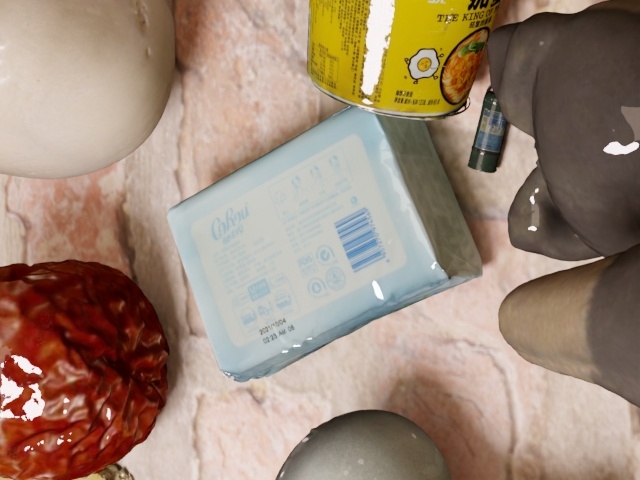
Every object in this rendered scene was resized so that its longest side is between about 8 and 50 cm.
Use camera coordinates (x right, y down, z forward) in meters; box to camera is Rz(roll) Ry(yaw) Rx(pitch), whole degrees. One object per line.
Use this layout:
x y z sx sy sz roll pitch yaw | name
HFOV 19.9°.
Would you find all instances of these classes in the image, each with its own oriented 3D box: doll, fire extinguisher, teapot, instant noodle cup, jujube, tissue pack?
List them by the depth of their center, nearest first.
0.242 -0.048 1.283 0.382 0.378 0.252 0 111 39 | doll
0.079 0.250 1.506 0.251 0.183 0.183 19 106 48 | teapot
0.067 -0.191 1.507 0.182 0.182 0.144 26 119 31 | instant noodle cup
0.144 -0.101 1.544 0.038 0.025 0.083 34 115 53 | fire extinguisher
0.000 0.000 1.619 0.263 0.089 0.177 -28 77 36 | tissue pack
-0.251 0.124 1.720 0.213 0.232 0.213 2 94 34 | jujube

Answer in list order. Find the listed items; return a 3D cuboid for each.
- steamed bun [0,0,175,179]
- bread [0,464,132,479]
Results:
-0.295 -0.172 1.667 0.324 0.324 0.206 12 74 34 | steamed bun
-0.282 0.259 1.873 0.251 0.039 0.182 50 120 21 | bread
